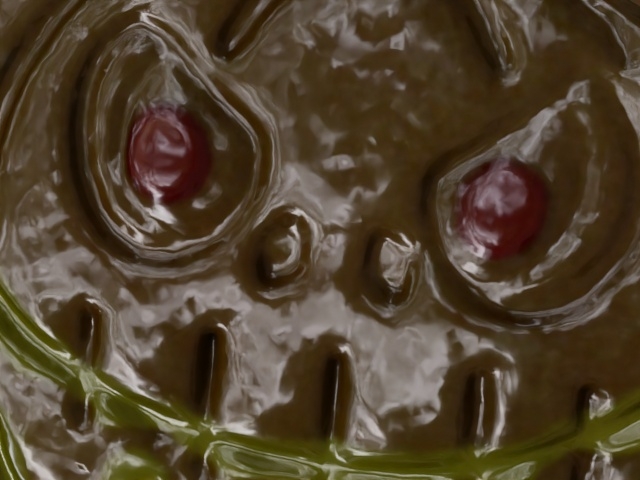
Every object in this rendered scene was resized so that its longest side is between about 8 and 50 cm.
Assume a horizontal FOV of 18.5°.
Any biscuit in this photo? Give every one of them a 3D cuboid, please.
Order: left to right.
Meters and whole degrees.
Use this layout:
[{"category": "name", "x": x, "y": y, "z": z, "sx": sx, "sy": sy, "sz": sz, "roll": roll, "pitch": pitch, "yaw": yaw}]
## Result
[{"category": "biscuit", "x": -0.002, "y": 0.000, "z": 0.811, "sx": 0.070, "sy": 0.394, "sz": 0.350, "roll": -28, "pitch": -61, "yaw": -76}]
